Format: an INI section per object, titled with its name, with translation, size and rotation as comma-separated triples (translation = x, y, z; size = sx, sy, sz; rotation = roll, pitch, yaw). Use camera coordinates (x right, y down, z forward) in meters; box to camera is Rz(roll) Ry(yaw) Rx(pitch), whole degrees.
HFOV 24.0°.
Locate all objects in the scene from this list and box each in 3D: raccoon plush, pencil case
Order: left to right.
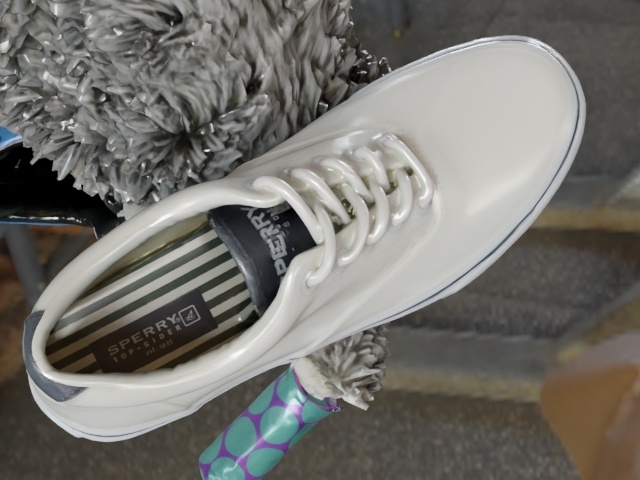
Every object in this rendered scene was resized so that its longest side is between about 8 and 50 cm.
[raccoon plush]
translation = -0.028, -0.087, 0.612
size = 0.299, 0.446, 0.216
rotation = 39, 75, -3
[pencil case]
translation = -0.050, 0.185, 1.446
size = 0.152, 0.070, 0.064
rotation = -45, 67, 18

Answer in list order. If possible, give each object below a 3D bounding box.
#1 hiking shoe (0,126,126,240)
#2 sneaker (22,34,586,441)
[hiking shoe]
translation = -0.229, -0.081, 1.001
size = 0.304, 0.113, 0.132
rotation = 10, 40, 14
[sneaker]
translation = 0.000, 0.000, 0.595
size = 0.258, 0.094, 0.091
rotation = -34, -5, -6
